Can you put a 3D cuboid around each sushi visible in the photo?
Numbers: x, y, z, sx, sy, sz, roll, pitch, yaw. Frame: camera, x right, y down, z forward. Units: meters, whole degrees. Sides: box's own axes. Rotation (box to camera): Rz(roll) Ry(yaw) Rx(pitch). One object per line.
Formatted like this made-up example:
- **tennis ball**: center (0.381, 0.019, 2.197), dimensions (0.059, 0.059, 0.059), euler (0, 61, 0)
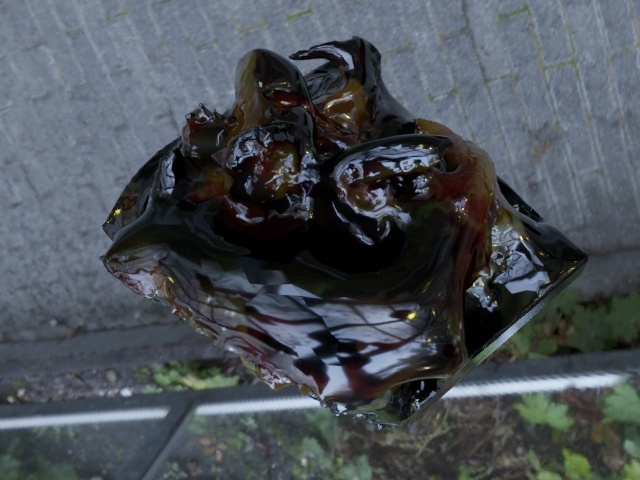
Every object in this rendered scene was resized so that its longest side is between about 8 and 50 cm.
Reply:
- **sushi**: center (0.000, 0.001, 0.525), dimensions (0.215, 0.212, 0.227), euler (-43, 75, 7)
